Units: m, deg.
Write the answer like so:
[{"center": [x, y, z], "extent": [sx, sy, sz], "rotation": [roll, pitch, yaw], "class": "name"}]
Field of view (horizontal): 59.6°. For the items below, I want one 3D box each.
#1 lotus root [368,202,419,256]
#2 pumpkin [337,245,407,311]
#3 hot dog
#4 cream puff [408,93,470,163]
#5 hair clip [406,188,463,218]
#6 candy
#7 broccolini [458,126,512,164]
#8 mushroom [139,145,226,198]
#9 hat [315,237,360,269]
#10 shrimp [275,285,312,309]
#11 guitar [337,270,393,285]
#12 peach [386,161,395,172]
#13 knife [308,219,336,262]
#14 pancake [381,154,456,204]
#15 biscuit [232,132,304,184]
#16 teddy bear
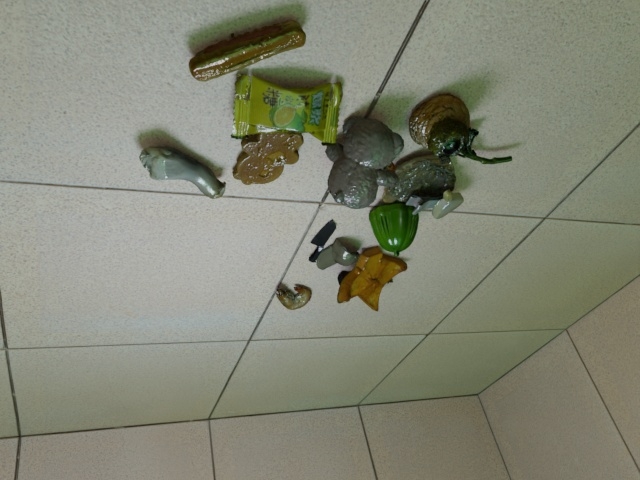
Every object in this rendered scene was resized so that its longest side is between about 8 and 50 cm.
[{"center": [0.263, -0.021, 1.965], "extent": [0.186, 0.186, 0.186], "rotation": [-10, 145, -7], "class": "lotus root"}, {"center": [0.198, 0.154, 2.220], "extent": [0.290, 0.095, 0.258], "rotation": [25, 96, -50], "class": "pumpkin"}, {"center": [-0.173, -0.449, 1.320], "extent": [0.286, 0.061, 0.087], "rotation": [-16, 149, -1], "class": "hot dog"}, {"center": [0.360, -0.308, 1.627], "extent": [0.184, 0.168, 0.183], "rotation": [-11, 146, -8], "class": "cream puff"}, {"center": [0.407, -0.133, 1.910], "extent": [0.219, 0.071, 0.159], "rotation": [-8, 154, -29], "class": "hair clip"}, {"center": [-0.084, -0.341, 1.482], "extent": [0.297, 0.081, 0.187], "rotation": [-3, 126, -19], "class": "candy"}, {"center": [0.518, -0.303, 1.789], "extent": [0.272, 0.062, 0.123], "rotation": [9, 154, -22], "class": "broccolini"}, {"center": [-0.382, -0.195, 1.579], "extent": [0.099, 0.096, 0.278], "rotation": [-34, 145, 28], "class": "mushroom"}, {"center": [0.068, 0.079, 2.141], "extent": [0.175, 0.084, 0.147], "rotation": [-35, 141, 26], "class": "hat"}, {"center": [-0.110, 0.231, 2.320], "extent": [0.133, 0.053, 0.236], "rotation": [-21, 149, 12], "class": "shrimp"}, {"center": [0.191, 0.170, 2.340], "extent": [0.271, 0.083, 0.038], "rotation": [2, 146, -34], "class": "guitar"}, {"center": [0.181, -0.226, 1.749], "extent": [0.101, 0.100, 0.100], "rotation": [-10, 145, -7], "class": "peach"}, {"center": [0.000, 0.000, 2.060], "extent": [0.060, 0.028, 0.230], "rotation": [18, 134, -16], "class": "knife"}, {"center": [0.335, -0.191, 1.886], "extent": [0.283, 0.049, 0.282], "rotation": [-13, 149, -8], "class": "pancake"}, {"center": [-0.157, -0.248, 1.636], "extent": [0.184, 0.035, 0.249], "rotation": [10, 139, -30], "class": "biscuit"}, {"center": [0.119, -0.226, 1.637], "extent": [0.267, 0.236, 0.151], "rotation": [-69, 169, 15], "class": "teddy bear"}]
